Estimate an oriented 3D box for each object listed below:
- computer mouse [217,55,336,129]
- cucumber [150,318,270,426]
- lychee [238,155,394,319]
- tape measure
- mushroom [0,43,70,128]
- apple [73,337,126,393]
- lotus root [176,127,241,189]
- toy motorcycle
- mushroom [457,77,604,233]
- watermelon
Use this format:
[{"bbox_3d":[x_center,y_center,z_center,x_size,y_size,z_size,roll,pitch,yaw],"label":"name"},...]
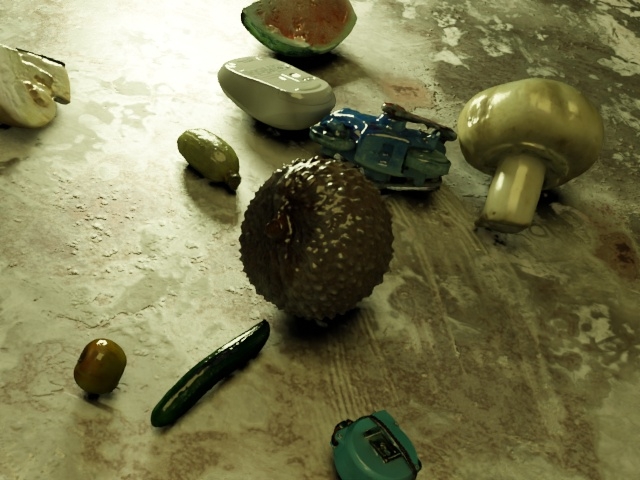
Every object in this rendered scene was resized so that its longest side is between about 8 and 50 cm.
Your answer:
[{"bbox_3d":[-0.101,-0.332,1.874,0.297,0.121,0.184,24,37,30],"label":"computer mouse"},{"bbox_3d":[-0.175,0.214,1.350,0.056,0.056,0.284,34,49,21],"label":"cucumber"},{"bbox_3d":[-0.005,0.003,1.456,0.300,0.300,0.300,6,44,-6],"label":"lychee"},{"bbox_3d":[0.083,0.337,1.262,0.125,0.081,0.146,-9,49,-45],"label":"tape measure"},{"bbox_3d":[-0.667,-0.310,1.734,0.162,0.173,0.236,-8,-10,32],"label":"mushroom"},{"bbox_3d":[-0.352,0.201,1.298,0.074,0.089,0.089,22,44,-8],"label":"apple"},{"bbox_3d":[-0.228,-0.177,1.714,0.090,0.077,0.183,-29,56,-34],"label":"lotus root"},{"bbox_3d":[0.127,-0.200,1.784,0.319,0.241,0.182,15,84,-5],"label":"toy motorcycle"},{"bbox_3d":[0.439,-0.170,1.751,0.315,0.314,0.336,16,74,4],"label":"mushroom"},{"bbox_3d":[-0.071,-0.560,2.064,0.305,0.180,0.224,-28,43,-32],"label":"watermelon"}]
